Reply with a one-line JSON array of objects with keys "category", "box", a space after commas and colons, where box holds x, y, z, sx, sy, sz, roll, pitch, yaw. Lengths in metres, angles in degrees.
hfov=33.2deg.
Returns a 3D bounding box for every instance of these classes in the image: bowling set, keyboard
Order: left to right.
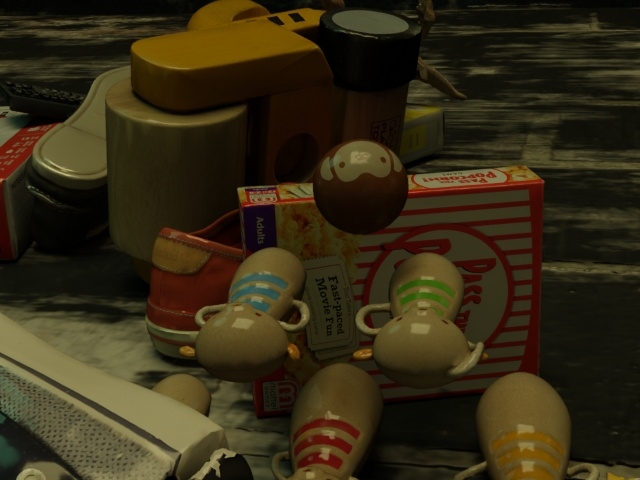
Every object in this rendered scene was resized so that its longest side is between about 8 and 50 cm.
[{"category": "keyboard", "box": [-0.269, -0.151, 1.228, 0.180, 0.023, 0.108, 6, 22, -31]}, {"category": "bowling set", "box": [0.000, 0.057, 0.583, 0.287, 0.200, 0.154, -4, 20, 10]}]

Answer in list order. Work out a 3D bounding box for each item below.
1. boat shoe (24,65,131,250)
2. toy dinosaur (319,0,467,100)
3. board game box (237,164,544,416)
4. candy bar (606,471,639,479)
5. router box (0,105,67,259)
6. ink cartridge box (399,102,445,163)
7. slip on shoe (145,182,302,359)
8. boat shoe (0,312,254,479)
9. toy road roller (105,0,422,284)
[{"category": "boat shoe", "box": [-0.216, -0.098, 1.134, 0.112, 0.096, 0.335, 25, 30, 4]}, {"category": "toy dinosaur", "box": [0.017, -0.200, 1.241, 0.295, 0.127, 0.200, 3, -23, -33]}, {"category": "board game box", "box": [0.047, 0.032, 0.707, 0.193, 0.147, 0.045, -6, 19, -7]}, {"category": "candy bar", "box": [0.233, 0.140, 0.567, 0.161, 0.018, 0.040, 1, 20, 12]}, {"category": "router box", "box": [-0.432, -0.066, 1.146, 0.301, 0.082, 0.335, -3, 19, 0]}, {"category": "ink cartridge box", "box": [-0.065, -0.119, 1.274, 0.303, 0.072, 0.307, 15, 24, 40]}, {"category": "slip on shoe", "box": [0.000, 0.000, 0.876, 0.331, 0.101, 0.123, -18, 23, -41]}, {"category": "boat shoe", "box": [-0.200, 0.119, 0.528, 0.340, 0.127, 0.158, 11, 30, 36]}, {"category": "toy road roller", "box": [-0.079, -0.116, 1.000, 0.329, 0.203, 0.240, -19, 37, -37]}]
